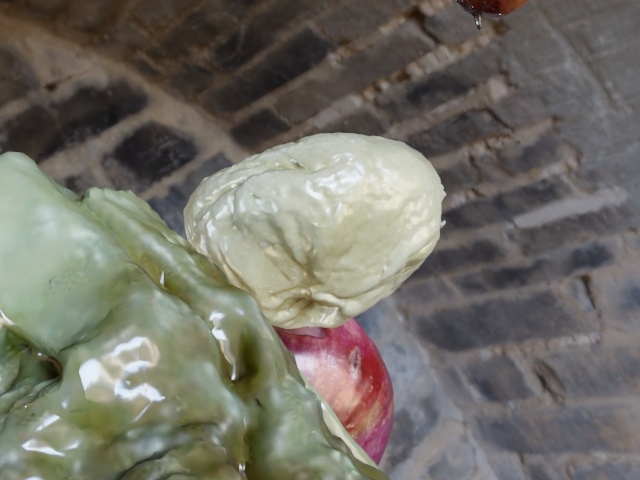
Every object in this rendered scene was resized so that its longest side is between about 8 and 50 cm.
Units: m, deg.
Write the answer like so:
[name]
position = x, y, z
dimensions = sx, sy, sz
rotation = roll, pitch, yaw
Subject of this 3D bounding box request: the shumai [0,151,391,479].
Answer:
[shumai]
position = -0.129, 0.133, 0.457
dimensions = 0.395, 0.348, 0.395
rotation = -13, -20, -5

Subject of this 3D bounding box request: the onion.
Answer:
[onion]
position = -0.034, 0.177, 0.981
dimensions = 0.256, 0.230, 0.272
rotation = -49, 27, 47

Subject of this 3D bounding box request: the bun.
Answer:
[bun]
position = 0.000, 0.000, 0.746
dimensions = 0.221, 0.134, 0.220
rotation = -6, -19, -2

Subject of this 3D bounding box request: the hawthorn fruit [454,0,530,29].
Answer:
[hawthorn fruit]
position = 0.148, -0.225, 0.751
dimensions = 0.093, 0.081, 0.081
rotation = -49, 3, 14
